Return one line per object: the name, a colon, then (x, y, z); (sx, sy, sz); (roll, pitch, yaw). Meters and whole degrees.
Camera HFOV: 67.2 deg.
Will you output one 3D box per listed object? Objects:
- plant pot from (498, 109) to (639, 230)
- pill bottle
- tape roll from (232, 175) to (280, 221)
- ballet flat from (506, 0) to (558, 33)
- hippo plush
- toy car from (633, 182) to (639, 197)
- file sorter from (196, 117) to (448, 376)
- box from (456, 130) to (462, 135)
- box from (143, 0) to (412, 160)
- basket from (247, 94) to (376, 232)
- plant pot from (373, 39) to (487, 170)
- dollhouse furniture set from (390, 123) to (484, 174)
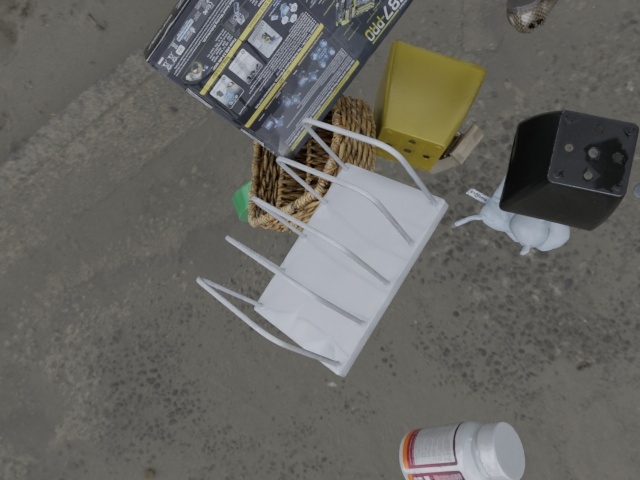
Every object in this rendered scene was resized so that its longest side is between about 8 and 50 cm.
plant pot: (0.456, -0.138, 0.874); (0.187, 0.167, 0.188); (14, 86, 8)
pill bottle: (0.272, 0.422, 0.944); (0.121, 0.121, 0.221); (45, 134, -15)
tape roll: (-0.156, -0.169, 1.739); (0.321, 0.321, 0.077); (-24, 81, 4)
ballet flat: (0.363, -0.404, 0.770); (0.250, 0.084, 0.058); (-53, 130, -29)
hippo plush: (0.621, -0.088, 1.450); (0.294, 0.236, 0.235); (12, 106, -19)
toy car: (0.620, -0.058, 0.775); (0.188, 0.149, 0.155); (37, 131, 1)
file sorter: (0.000, 0.000, 0.654); (0.278, 0.192, 0.173); (-57, 141, -5)
box: (0.410, -0.393, 1.812); (0.184, 0.190, 0.045); (-38, 154, -27)
box: (-0.063, -0.381, 0.847); (0.318, 0.097, 0.395); (31, 102, -34)
basket: (-0.020, -0.175, 1.013); (0.222, 0.299, 0.213); (11, 149, -16)
plant pot: (0.220, -0.284, 1.097); (0.212, 0.212, 0.187); (19, 75, 1)
dollhouse furniture set: (0.275, -0.303, 1.262); (0.242, 0.161, 0.212); (42, 77, -11)
